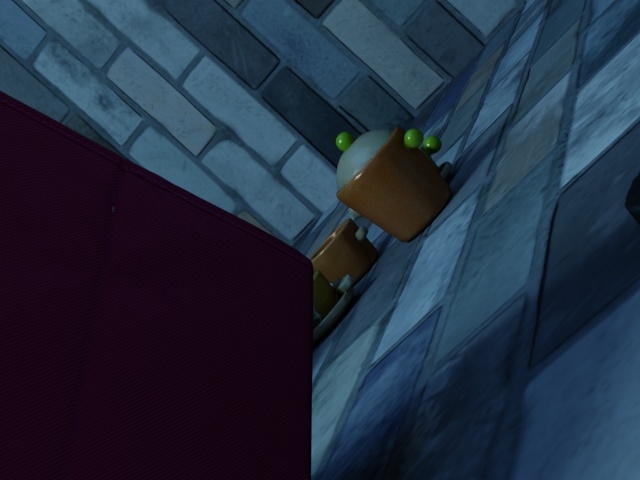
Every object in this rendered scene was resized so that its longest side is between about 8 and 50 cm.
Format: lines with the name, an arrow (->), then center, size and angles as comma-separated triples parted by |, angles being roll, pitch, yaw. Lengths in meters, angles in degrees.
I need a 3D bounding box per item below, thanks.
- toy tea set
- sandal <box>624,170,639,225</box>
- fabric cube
toy tea set -> 0.000, 0.000, 1.253 | 0.336, 0.124, 0.200 | -48, 5, 3
sandal -> 0.260, -0.176, 0.415 | 0.446, 0.107, 0.167 | -46, 5, 23
fabric cube -> -0.170, 0.118, 0.578 | 0.254, 0.259, 0.258 | -45, 30, 33
